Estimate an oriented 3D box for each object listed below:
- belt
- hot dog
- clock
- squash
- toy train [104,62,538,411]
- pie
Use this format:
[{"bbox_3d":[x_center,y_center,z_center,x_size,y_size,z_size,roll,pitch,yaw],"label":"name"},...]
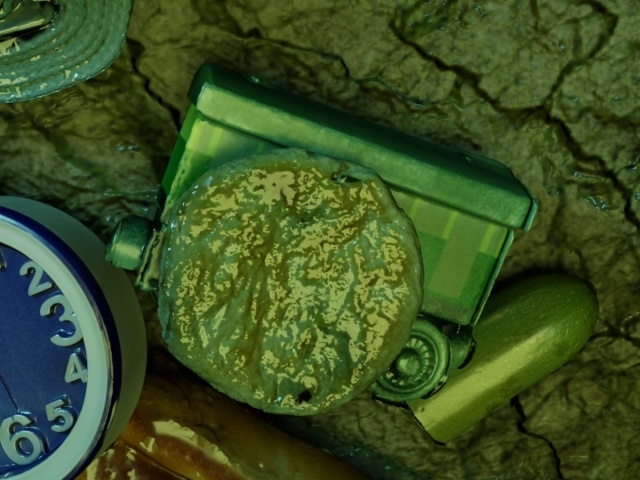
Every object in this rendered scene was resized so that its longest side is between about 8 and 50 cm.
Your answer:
[{"bbox_3d":[-0.207,-0.168,0.689,0.163,0.082,0.148,2,127,-13],"label":"belt"},{"bbox_3d":[-0.060,0.227,0.901,0.349,0.117,0.158,34,105,-20],"label":"hot dog"},{"bbox_3d":[-0.247,0.082,0.769,0.230,0.083,0.230,2,97,13],"label":"clock"},{"bbox_3d":[0.152,0.089,0.877,0.188,0.095,0.095,-36,117,7],"label":"squash"},{"bbox_3d":[0.000,0.000,0.774,0.300,0.120,0.202,18,99,-17],"label":"toy train"},{"bbox_3d":[-0.019,0.027,0.691,0.186,0.041,0.187,-3,103,-12],"label":"pie"}]
